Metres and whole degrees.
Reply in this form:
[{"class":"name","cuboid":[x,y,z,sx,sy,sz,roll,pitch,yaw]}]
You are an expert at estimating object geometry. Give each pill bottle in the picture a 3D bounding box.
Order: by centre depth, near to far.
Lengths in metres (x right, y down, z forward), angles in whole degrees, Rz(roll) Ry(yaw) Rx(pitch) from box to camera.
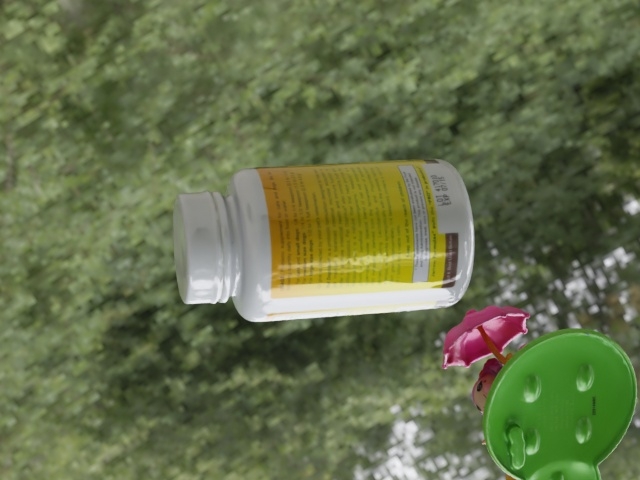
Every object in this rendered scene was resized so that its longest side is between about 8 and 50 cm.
[{"class":"pill bottle","cuboid":[0.000,0.000,1.072,0.215,0.117,0.117,-3,-168,-13]}]

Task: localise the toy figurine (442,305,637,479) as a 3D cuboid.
[{"class":"toy figurine","cuboid":[0.159,0.124,1.145,0.130,0.173,0.159,-11,-158,-16]}]
